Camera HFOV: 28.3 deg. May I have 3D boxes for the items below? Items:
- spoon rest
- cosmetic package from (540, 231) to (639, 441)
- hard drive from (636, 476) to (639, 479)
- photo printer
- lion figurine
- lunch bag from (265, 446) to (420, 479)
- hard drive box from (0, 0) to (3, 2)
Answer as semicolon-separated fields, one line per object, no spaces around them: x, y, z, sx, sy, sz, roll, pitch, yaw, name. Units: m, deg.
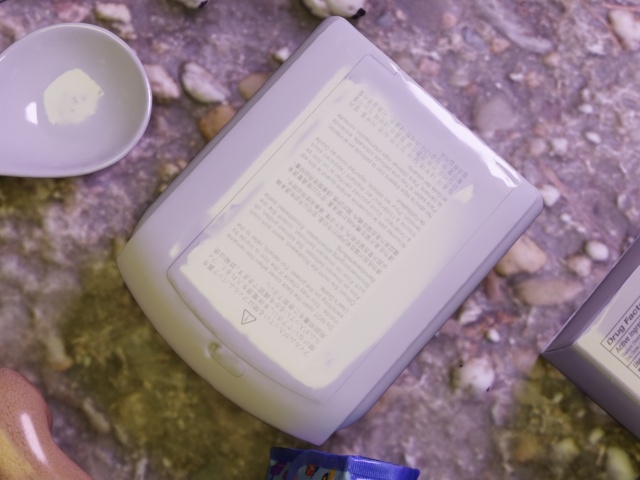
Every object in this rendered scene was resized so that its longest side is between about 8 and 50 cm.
-0.274;-0.087;1.086;0.276;0.084;0.137;-31;85;-8;spoon rest
0.364;0.138;1.091;0.309;0.113;0.160;42;80;3;cosmetic package
0.237;0.370;1.035;0.318;0.040;0.210;-37;86;-25;hard drive
0.000;0.000;1.083;0.256;0.107;0.307;41;80;2;photo printer
-0.188;0.202;0.927;0.392;0.240;0.142;37;64;15;lion figurine
0.019;0.273;0.946;0.138;0.293;0.221;9;80;-4;lunch bag
-0.306;-0.318;1.044;0.089;0.232;0.181;-29;85;-9;hard drive box
